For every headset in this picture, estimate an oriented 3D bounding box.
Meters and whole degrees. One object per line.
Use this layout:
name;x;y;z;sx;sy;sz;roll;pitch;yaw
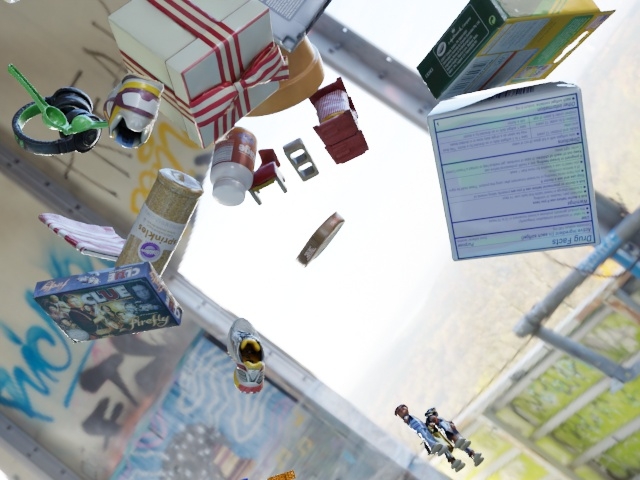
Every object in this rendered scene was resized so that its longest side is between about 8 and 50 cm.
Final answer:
headset;-0.788;-0.372;2.318;0.394;0.243;0.185;-19;-38;-21

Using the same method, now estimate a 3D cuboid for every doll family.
doll family;0.199;0.331;1.220;0.076;0.111;0.193;-39;-45;-3

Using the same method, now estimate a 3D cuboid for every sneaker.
sneaker;-0.268;-0.163;0.980;0.185;0.070;0.083;157;129;-66
sneaker;-0.169;0.258;1.703;0.225;0.088;0.092;-115;33;-53

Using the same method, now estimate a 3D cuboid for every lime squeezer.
lime squeezer;-0.557;-0.289;1.601;0.059;0.311;0.109;-70;1;-76

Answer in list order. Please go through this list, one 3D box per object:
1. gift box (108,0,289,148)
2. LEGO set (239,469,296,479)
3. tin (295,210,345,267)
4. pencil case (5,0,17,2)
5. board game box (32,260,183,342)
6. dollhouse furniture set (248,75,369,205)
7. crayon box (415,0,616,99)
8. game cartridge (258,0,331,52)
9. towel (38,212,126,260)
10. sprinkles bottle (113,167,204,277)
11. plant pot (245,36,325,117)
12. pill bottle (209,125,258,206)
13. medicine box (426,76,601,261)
gift box;-0.224;-0.358;1.432;0.255;0.258;0.276;-45;-23;-15
LEGO set;-0.113;0.551;1.548;0.227;0.087;0.093;-11;-18;-11
tin;0.000;0.000;1.752;0.106;0.040;0.189;-47;-5;-41
pencil case;-0.843;-0.653;1.683;0.124;0.113;0.273;-27;-20;37
board game box;-0.424;0.128;1.429;0.165;0.243;0.042;67;-163;-45
dollhouse furniture set;-0.062;-0.285;2.041;0.374;0.152;0.201;-25;39;10
crayon box;0.352;-0.365;1.281;0.323;0.083;0.203;-17;-19;-35
game cartridge;-0.061;-0.598;1.624;0.297;0.198;0.062;-54;-7;-7
towel;-0.651;-0.004;2.069;0.237;0.329;0.037;15;-84;-43
sprinkles bottle;-0.411;0.002;1.736;0.355;0.121;0.121;-61;-9;15
plant pot;-0.152;-0.471;1.776;0.291;0.291;0.203;-50;-40;-31
pill bottle;-0.243;-0.205;1.983;0.121;0.121;0.216;116;161;-52
medicine box;0.359;-0.127;1.316;0.149;0.264;0.289;-49;-51;-65
